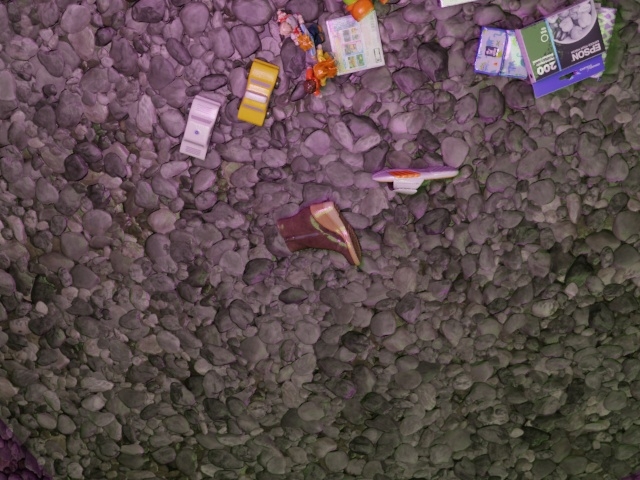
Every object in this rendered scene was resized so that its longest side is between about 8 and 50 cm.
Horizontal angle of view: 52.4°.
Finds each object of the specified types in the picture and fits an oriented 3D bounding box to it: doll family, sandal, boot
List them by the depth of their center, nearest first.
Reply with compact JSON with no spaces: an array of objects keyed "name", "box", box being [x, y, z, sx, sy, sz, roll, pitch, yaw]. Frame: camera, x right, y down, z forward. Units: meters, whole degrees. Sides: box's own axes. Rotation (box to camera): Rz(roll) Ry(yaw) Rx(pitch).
[{"name":"doll family","box":[-0.019,-0.528,1.798,0.118,0.163,0.263,-17,111,23]},{"name":"sandal","box":[0.290,-0.176,1.979,0.265,0.102,0.076,-3,109,0]},{"name":"boot","box":[0.000,0.000,2.079,0.206,0.090,0.249,-21,112,22]}]

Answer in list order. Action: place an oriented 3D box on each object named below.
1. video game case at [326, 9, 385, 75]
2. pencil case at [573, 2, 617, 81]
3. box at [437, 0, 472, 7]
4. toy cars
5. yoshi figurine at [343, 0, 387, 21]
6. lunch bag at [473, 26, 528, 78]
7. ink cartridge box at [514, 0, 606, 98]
[{"name":"video game case","box":[0.101,-0.568,1.871,0.143,0.019,0.157,-11,112,6]},{"name":"pencil case","box":[0.766,-0.556,1.827,0.088,0.086,0.206,-11,115,-37]},{"name":"box","box":[0.384,-0.716,1.779,0.137,0.072,0.126,-10,111,5]},{"name":"toy cars","box":[-0.274,-0.376,1.916,0.393,0.087,0.177,-29,108,12]},{"name":"yoshi figurine","box":[0.056,-0.760,1.667,0.203,0.203,0.362,-28,103,45]},{"name":"lunch bag","box":[0.519,-0.532,1.842,0.151,0.096,0.129,10,110,6]},{"name":"ink cartridge box","box":[0.662,-0.519,1.776,0.206,0.045,0.208,-22,111,8]}]
